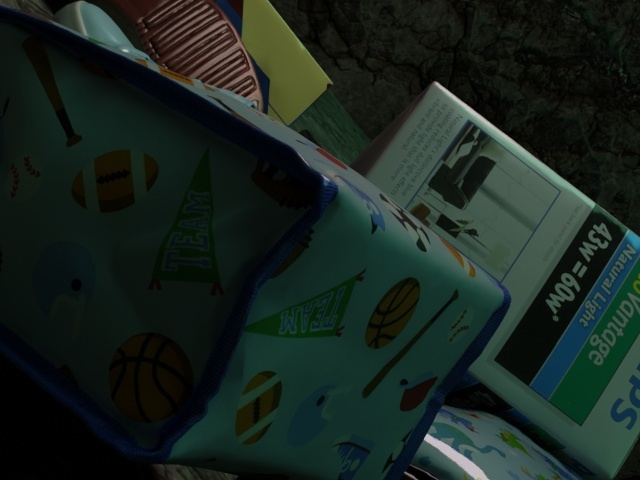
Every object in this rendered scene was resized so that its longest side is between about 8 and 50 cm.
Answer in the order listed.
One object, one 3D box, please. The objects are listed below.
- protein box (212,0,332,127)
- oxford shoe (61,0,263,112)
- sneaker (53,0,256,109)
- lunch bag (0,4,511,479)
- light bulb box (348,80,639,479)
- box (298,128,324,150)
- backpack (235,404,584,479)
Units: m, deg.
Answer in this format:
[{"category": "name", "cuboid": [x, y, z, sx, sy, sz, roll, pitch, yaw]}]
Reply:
[{"category": "protein box", "cuboid": [-0.127, -0.247, 1.868, 0.200, 0.136, 0.201, 50, -13, -23]}, {"category": "oxford shoe", "cuboid": [-0.204, -0.250, 1.670, 0.348, 0.123, 0.130, 51, -35, 8]}, {"category": "sneaker", "cuboid": [-0.152, -0.140, 1.536, 0.366, 0.150, 0.135, 55, 9, 3]}, {"category": "lunch bag", "cuboid": [-0.118, 0.003, 0.942, 0.385, 0.239, 0.328, 34, 0, 29]}, {"category": "light bulb box", "cuboid": [0.152, 0.067, 1.436, 0.361, 0.225, 0.358, 37, -16, -4]}, {"category": "box", "cuboid": [0.033, -0.067, 2.430, 0.232, 0.059, 0.183, 48, 13, -34]}, {"category": "backpack", "cuboid": [0.111, 0.266, 1.144, 0.290, 0.273, 0.355, 33, -10, 25]}]
